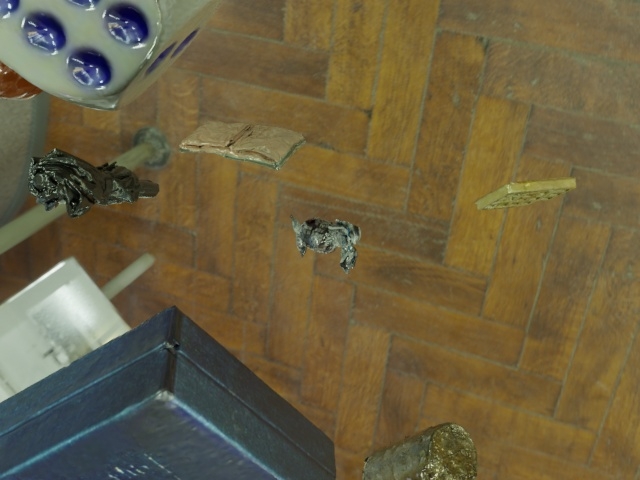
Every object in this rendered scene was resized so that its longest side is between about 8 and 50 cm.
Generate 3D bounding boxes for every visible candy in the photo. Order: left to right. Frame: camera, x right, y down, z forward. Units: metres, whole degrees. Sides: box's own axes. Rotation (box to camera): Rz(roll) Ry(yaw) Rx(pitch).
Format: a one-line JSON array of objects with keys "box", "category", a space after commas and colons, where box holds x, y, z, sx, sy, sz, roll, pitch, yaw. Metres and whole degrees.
[{"box": [0.001, 0.000, 1.341, 0.226, 0.051, 0.093, 22, 107, 61], "category": "candy"}]

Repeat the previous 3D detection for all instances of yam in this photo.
[{"box": [0.182, 0.408, 1.419, 0.128, 0.129, 0.238, 10, 149, -25], "category": "yam"}]

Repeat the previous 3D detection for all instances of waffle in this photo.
[{"box": [0.311, -0.072, 1.190, 0.092, 0.135, 0.021, -35, 64, 59], "category": "waffle"}]

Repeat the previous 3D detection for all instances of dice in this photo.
[{"box": [-0.310, -0.346, 1.099, 0.259, 0.251, 0.243, 40, 116, -10], "category": "dice"}]

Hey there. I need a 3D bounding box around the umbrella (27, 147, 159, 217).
[{"box": [-0.400, -0.099, 1.442, 0.118, 0.340, 0.118, 0, 91, 19], "category": "umbrella"}]

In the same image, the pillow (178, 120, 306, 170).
[{"box": [-0.153, -0.191, 1.511, 0.233, 0.126, 0.043, 11, 124, 24], "category": "pillow"}]

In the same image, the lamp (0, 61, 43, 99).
[{"box": [-0.574, -0.338, 1.378, 0.223, 0.223, 0.196, 27, 101, 9], "category": "lamp"}]

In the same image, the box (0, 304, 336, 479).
[{"box": [-0.166, 0.229, 0.765, 0.279, 0.116, 0.261, -30, 125, 18], "category": "box"}]
